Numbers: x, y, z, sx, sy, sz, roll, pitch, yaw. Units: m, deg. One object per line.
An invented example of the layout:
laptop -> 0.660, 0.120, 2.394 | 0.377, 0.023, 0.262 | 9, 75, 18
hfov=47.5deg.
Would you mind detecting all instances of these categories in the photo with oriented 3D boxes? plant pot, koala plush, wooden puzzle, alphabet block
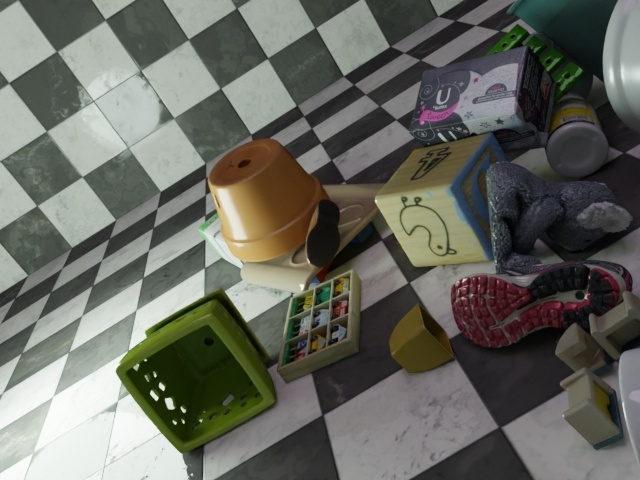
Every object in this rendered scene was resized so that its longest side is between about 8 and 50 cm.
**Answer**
plant pot -> 0.638, -0.496, 1.536 | 0.341, 0.334, 0.341 | -45, -1, -1
plant pot -> -0.145, -0.116, 1.813 | 0.291, 0.203, 0.290 | -19, 34, 14
koala plush -> 0.401, -0.046, 1.236 | 0.221, 0.203, 0.196 | -6, 16, 13
wooden puzzle -> -0.006, 0.000, 1.825 | 0.348, 0.080, 0.322 | -48, 26, -22
plant pot -> 0.163, 0.174, 1.228 | 0.083, 0.081, 0.081 | -40, 20, 17
alphabet block -> 0.265, -0.078, 1.461 | 0.197, 0.192, 0.193 | -8, 31, 48
plant pot -> -0.234, 0.240, 1.445 | 0.228, 0.227, 0.207 | -30, 16, 9

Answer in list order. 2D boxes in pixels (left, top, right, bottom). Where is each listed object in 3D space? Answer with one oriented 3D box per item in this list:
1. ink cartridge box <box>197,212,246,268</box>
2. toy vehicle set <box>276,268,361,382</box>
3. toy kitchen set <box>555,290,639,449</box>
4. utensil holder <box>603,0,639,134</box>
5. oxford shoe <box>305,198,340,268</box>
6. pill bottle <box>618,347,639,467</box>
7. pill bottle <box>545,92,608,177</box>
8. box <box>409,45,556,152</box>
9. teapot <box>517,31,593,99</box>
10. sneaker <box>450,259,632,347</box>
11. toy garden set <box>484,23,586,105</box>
ink cartridge box -> -0.202, -0.034, 2.088 | 0.211, 0.121, 0.289 | -40, 23, -14
toy vehicle set -> 0.002, 0.170, 1.504 | 0.166, 0.035, 0.267 | -27, 23, 17
toy kitchen set -> 0.420, 0.156, 0.913 | 0.207, 0.122, 0.166 | -44, 14, 32
utensil holder -> 0.711, -0.306, 1.155 | 0.328, 0.327, 0.385 | -37, 23, -9
oxford shoe -> 0.000, 0.000, 1.663 | 0.076, 0.076, 0.212 | -57, 12, 39
pill bottle -> 0.499, 0.139, 0.640 | 0.408, 0.229, 0.229 | -19, 26, 30
pill bottle -> 0.522, -0.225, 1.509 | 0.119, 0.119, 0.208 | -23, 24, 24
box -> 0.330, -0.272, 1.492 | 0.247, 0.142, 0.163 | -4, 63, 43
teapot -> 0.503, -0.396, 1.725 | 0.252, 0.187, 0.256 | -38, 39, 19
sneaker -> 0.335, 0.097, 1.135 | 0.112, 0.120, 0.299 | -13, 2, -45
toy garden set -> 0.430, -0.336, 1.582 | 0.204, 0.049, 0.244 | -45, 43, 14
